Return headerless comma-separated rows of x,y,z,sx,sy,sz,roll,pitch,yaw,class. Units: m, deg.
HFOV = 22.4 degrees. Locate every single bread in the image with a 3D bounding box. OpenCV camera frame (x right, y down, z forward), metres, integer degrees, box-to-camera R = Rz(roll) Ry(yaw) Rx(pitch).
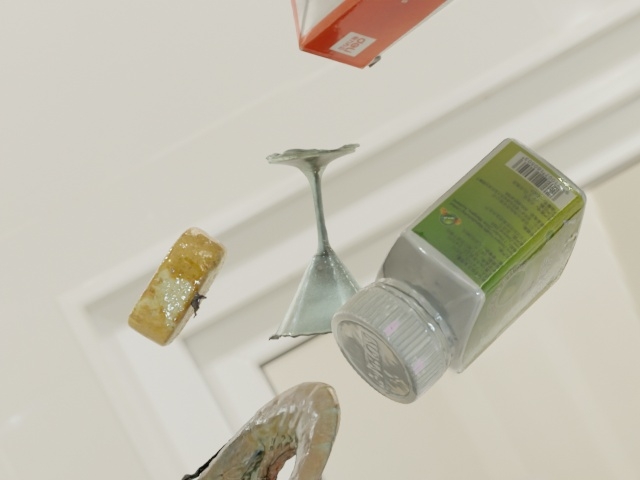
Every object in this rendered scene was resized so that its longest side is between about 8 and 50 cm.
-0.172,0.059,2.018,0.149,0.073,0.122,-58,-1,9,bread

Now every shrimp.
-0.054,0.205,1.295,0.219,0.046,0.152,-38,32,34,shrimp

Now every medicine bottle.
0.102,0.030,1.207,0.188,0.088,0.132,-41,-20,-24,medicine bottle

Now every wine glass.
0.000,0.000,1.567,0.122,0.183,0.122,-9,2,0,wine glass

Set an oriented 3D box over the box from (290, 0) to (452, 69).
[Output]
0.058,-0.265,1.514,0.099,0.133,0.182,10,-35,-40,box
